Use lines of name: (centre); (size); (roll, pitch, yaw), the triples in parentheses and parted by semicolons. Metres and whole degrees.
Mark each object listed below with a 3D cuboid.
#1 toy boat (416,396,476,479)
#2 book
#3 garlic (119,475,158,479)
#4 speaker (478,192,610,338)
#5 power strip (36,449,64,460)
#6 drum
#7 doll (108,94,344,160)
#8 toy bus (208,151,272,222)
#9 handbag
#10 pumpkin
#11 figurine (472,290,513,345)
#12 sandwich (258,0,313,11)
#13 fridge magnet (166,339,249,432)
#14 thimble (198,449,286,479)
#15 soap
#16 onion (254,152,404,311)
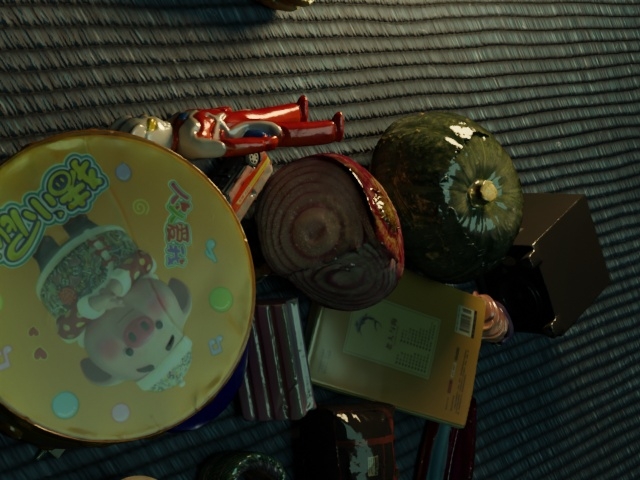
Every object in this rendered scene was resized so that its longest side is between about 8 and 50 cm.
toy boat: (0.248, 0.496, 2.150); (0.136, 0.079, 0.392); (25, 69, -39)
book: (0.145, 0.183, 2.032); (0.389, 0.032, 0.269); (22, 73, -28)
garlic: (-0.287, 0.484, 1.564); (0.253, 0.245, 0.245); (-26, 109, -9)
speaker: (0.458, 0.056, 2.288); (0.254, 0.184, 0.232); (-39, 117, -37)
power strip: (-0.376, 0.269, 1.592); (0.051, 0.019, 0.136); (55, 54, -30)
drum: (-0.311, 0.070, 1.454); (0.431, 0.214, 0.431); (5, 78, -26)
doll: (-0.162, -0.171, 1.711); (0.384, 0.188, 0.099); (-14, 115, -28)
toy bus: (-0.149, -0.083, 1.786); (0.174, 0.079, 0.077); (-60, 135, -27)
handbag: (0.058, 0.391, 1.909); (0.169, 0.155, 0.215); (-2, 89, -47)
pumpkin: (0.231, -0.083, 2.027); (0.328, 0.257, 0.291); (34, 71, -33)
figurine: (0.317, 0.169, 2.197); (0.157, 0.114, 0.126); (-6, 53, -37)
sandwich: (-0.105, -0.560, 1.829); (0.271, 0.099, 0.301); (14, 76, -47)
fridge magnet: (-0.224, 0.166, 1.677); (0.265, 0.112, 0.265); (3, 86, -44)
thimble: (-0.130, 0.404, 1.773); (0.135, 0.090, 0.118); (6, 85, -44)
soap: (-0.084, 0.198, 1.798); (0.065, 0.122, 0.203); (-27, 110, -63)
onion: (0.029, -0.011, 1.857); (0.230, 0.272, 0.256); (27, 67, -57)
